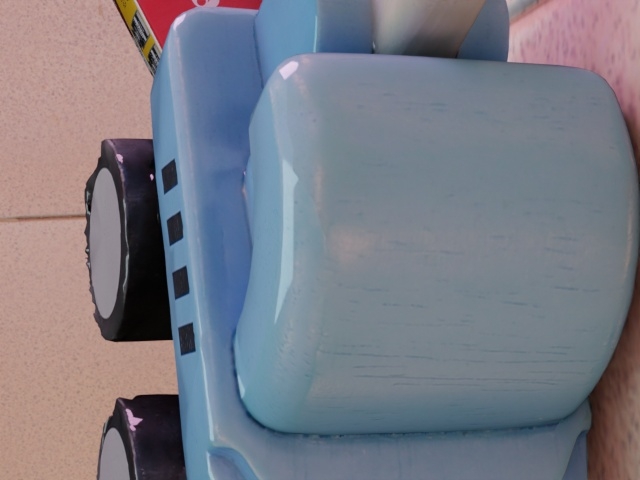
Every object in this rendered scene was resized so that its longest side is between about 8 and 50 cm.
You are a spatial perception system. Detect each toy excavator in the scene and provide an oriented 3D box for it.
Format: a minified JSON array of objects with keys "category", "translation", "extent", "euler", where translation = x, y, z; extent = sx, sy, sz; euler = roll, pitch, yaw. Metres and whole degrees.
[{"category":"toy excavator","translation":[0.042,-0.080,0.572],"extent":[0.445,0.222,0.432],"euler":[126,141,-56]}]

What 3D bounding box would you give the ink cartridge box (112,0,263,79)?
[{"category":"ink cartridge box","translation":[-0.110,-0.208,1.307],"extent":[0.309,0.130,0.272],"euler":[62,171,-4]}]
